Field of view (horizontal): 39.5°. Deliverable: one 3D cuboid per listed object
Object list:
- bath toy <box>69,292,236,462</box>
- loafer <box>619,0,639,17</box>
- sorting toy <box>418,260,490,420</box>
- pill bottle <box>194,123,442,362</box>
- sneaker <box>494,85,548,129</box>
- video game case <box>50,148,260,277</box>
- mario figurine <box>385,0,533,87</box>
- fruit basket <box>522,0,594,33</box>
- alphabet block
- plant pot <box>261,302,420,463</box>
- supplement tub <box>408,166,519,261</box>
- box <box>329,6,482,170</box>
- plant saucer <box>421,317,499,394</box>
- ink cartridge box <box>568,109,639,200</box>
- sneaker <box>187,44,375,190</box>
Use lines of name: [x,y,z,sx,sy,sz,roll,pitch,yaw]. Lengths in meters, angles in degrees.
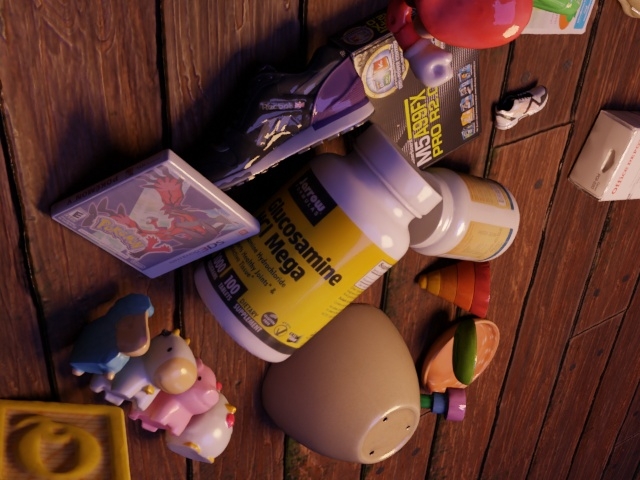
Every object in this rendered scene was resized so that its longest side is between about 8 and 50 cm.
bath toy: [-0.220,0.216,1.330,0.348,0.152,0.129,60,43,-49]
loafer: [0.552,-0.408,1.465,0.269,0.092,0.101,-4,126,-52]
sorting toy: [0.232,0.187,1.690,0.126,0.127,0.365,5,118,-1]
pill bottle: [0.000,0.000,1.247,0.334,0.188,0.188,-43,141,10]
sneaker: [0.337,-0.230,1.491,0.109,0.040,0.043,-36,137,-12]
video game case: [-0.207,-0.027,1.141,0.184,0.023,0.201,-23,145,21]
mario figurine: [0.128,-0.310,1.026,0.170,0.320,0.198,-33,139,-14]
fruit basket: [0.356,-0.441,1.233,0.353,0.165,0.326,-11,121,-46]
alphabet block: [-0.377,0.355,1.221,0.194,0.192,0.197,7,120,-23]
plant pot: [0.066,0.280,1.571,0.284,0.191,0.284,-23,136,-25]
supplement tub: [0.215,-0.043,1.462,0.200,0.144,0.144,8,117,-44]
box: [0.134,-0.221,1.309,0.216,0.060,0.270,-31,138,-18]
plant saucer: [0.283,0.237,1.839,0.200,0.037,0.199,-22,134,-25]
ink cartridge box: [0.608,-0.166,1.737,0.218,0.092,0.158,-6,126,-40]
sneaker: [-0.080,-0.163,1.171,0.283,0.107,0.124,-28,107,-7]
